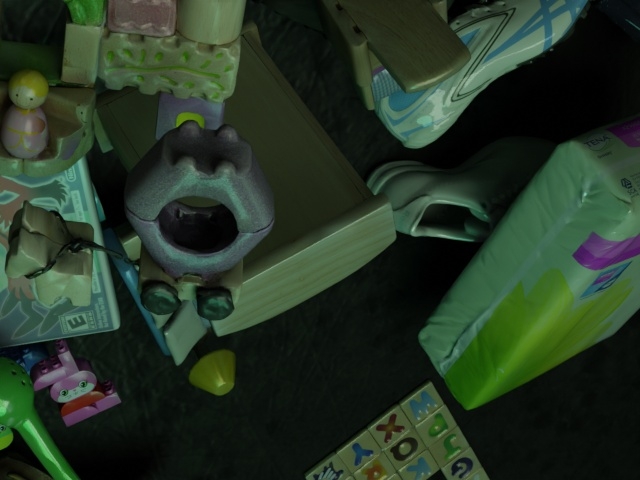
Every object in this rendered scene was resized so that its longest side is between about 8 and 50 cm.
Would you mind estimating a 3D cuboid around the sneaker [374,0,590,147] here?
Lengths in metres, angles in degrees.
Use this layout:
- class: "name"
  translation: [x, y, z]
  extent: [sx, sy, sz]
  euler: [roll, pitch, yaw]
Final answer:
- class: "sneaker"
  translation: [0.140, -0.175, 1.184]
  extent: [0.237, 0.085, 0.086]
  euler: [-40, 106, -11]

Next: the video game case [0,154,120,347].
- class: "video game case"
  translation: [-0.252, -0.002, 1.029]
  extent: [0.183, 0.023, 0.201]
  euler: [-9, 127, -4]

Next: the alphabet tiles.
- class: "alphabet tiles"
  translation: [0.055, 0.273, 1.466]
  extent: [0.237, 0.009, 0.198]
  euler: [-37, 131, -6]

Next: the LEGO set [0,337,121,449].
- class: "LEGO set"
  translation: [-0.287, 0.118, 1.115]
  extent: [0.227, 0.087, 0.093]
  euler: [-24, 126, -8]

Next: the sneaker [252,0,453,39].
- class: "sneaker"
  translation: [0.000, -0.202, 1.069]
  extent: [0.286, 0.109, 0.130]
  euler: [-10, 131, -23]

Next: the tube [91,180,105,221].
- class: "tube"
  translation: [-0.268, -0.001, 1.074]
  extent: [0.207, 0.052, 0.080]
  euler: [-23, 121, -10]

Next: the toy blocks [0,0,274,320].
- class: "toy blocks"
  translation: [-0.160, -0.164, 0.793]
  extent: [0.288, 0.309, 0.260]
  euler: [6, 133, -9]

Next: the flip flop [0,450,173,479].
- class: "flip flop"
  translation: [-0.243, 0.216, 1.199]
  extent: [0.277, 0.112, 0.080]
  euler: [-2, 94, -27]

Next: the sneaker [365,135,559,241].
- class: "sneaker"
  translation: [0.148, -0.035, 1.266]
  extent: [0.212, 0.094, 0.080]
  euler: [-12, 123, -24]

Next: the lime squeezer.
- class: "lime squeezer"
  translation: [-0.284, 0.124, 1.055]
  extent: [0.310, 0.059, 0.110]
  euler: [19, 120, -7]

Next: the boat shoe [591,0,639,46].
- class: "boat shoe"
  translation: [0.389, -0.191, 1.251]
  extent: [0.340, 0.127, 0.158]
  euler: [33, 107, -12]

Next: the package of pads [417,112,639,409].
- class: "package of pads"
  translation: [0.241, 0.005, 1.253]
  extent: [0.229, 0.101, 0.296]
  euler: [-20, 155, -39]

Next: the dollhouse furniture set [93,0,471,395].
- class: "dollhouse furniture set"
  translation: [0.000, 0.000, 1.069]
  extent: [0.286, 0.198, 0.303]
  euler: [-29, 147, -10]
